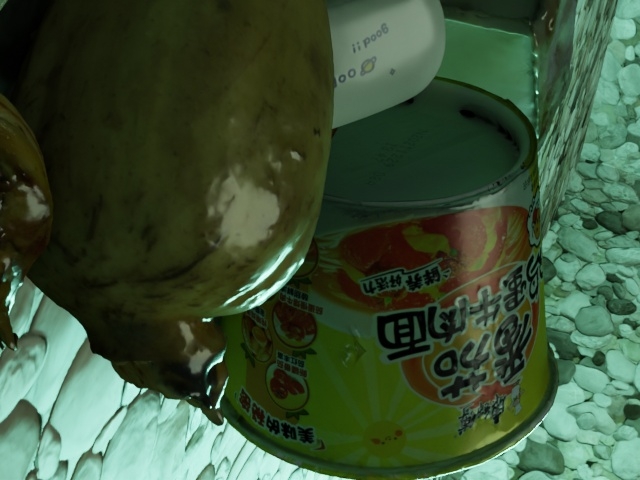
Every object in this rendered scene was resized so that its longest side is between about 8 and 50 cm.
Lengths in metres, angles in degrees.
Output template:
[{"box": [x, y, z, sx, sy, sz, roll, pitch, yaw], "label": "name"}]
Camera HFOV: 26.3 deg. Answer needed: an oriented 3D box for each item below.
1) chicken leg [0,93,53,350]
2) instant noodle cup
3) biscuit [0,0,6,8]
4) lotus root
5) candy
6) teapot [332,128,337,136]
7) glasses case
[{"box": [-0.152, 0.027, 0.544, 0.101, 0.085, 0.208, -105, -159, -43], "label": "chicken leg"}, {"box": [0.044, 0.013, 0.965, 0.264, 0.264, 0.200, -53, 150, -51], "label": "instant noodle cup"}, {"box": [-0.176, 0.069, 0.232, 0.350, 0.078, 0.455, -44, -162, 41], "label": "biscuit"}, {"box": [-0.072, -0.052, 0.621, 0.140, 0.154, 0.257, 17, 74, -36], "label": "lotus root"}, {"box": [0.112, -0.174, 1.119, 0.195, 0.184, 0.137, 77, 30, -58], "label": "candy"}, {"box": [0.011, -0.159, 0.825, 0.178, 0.135, 0.252, 26, 82, -72], "label": "teapot"}, {"box": [-0.022, -0.093, 0.745, 0.197, 0.049, 0.076, -18, 124, -18], "label": "glasses case"}]
